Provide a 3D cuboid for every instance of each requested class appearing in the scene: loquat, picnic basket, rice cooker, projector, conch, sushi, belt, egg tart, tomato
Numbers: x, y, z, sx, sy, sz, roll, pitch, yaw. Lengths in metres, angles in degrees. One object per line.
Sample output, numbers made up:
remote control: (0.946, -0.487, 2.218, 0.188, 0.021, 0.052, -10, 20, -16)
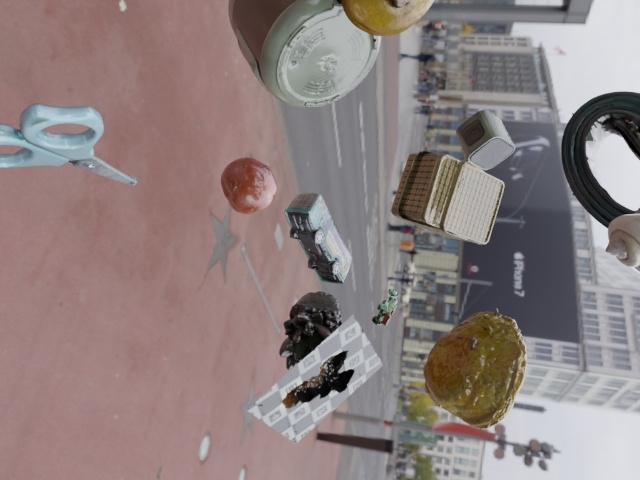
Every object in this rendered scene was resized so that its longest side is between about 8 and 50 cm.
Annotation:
loquat: (0.132, -0.497, 1.023, 0.246, 0.214, 0.213, -98, -177, -48)
picnic basket: (0.407, -0.131, 1.696, 0.175, 0.313, 0.227, 16, -93, 58)
rice cooker: (-0.051, -0.531, 1.313, 0.335, 0.335, 0.325, 77, -14, -59)
projector: (0.345, -0.210, 1.121, 0.083, 0.083, 0.082, 19, 46, -38)
conch: (0.708, 0.008, 1.093, 0.158, 0.255, 0.127, 62, 25, -78)
sushi: (-0.013, 0.355, 1.404, 0.339, 0.069, 0.320, -41, 140, -7)
belt: (0.816, -0.175, 1.371, 0.173, 0.300, 0.436, 13, 46, -45)
egg tart: (0.414, 0.340, 1.487, 0.339, 0.153, 0.351, -66, -159, 0)
tomato: (-0.257, -0.202, 1.952, 0.208, 0.185, 0.208, 50, -29, 41)

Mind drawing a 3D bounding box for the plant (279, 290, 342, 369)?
plant: (-0.018, 0.274, 1.645, 0.320, 0.182, 0.194, -78, 170, -71)

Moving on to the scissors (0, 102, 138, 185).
scissors: (-0.359, -0.124, 0.798, 0.360, 0.191, 0.029, 31, 42, -83)

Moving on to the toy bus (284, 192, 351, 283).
toy bus: (0.000, 0.000, 1.354, 0.109, 0.091, 0.261, -59, 141, -32)

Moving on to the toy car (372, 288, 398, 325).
toy car: (0.214, 0.217, 1.719, 0.143, 0.054, 0.073, -42, 157, -57)
